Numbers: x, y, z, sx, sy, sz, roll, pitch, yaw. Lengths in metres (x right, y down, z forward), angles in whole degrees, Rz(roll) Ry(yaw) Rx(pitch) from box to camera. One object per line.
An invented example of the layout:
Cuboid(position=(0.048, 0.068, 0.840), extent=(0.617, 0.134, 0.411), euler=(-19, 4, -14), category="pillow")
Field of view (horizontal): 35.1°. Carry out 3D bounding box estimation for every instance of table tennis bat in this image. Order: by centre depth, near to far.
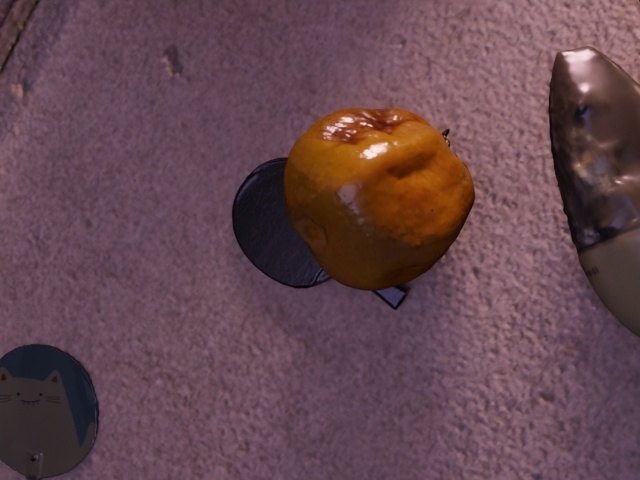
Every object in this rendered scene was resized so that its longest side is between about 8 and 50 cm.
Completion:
Cuboid(position=(0.000, 0.000, 0.778), extent=(0.158, 0.014, 0.095), euler=(36, 98, 14), category="table tennis bat")

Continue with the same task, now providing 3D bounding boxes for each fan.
Cuboid(position=(-0.240, 0.175, 0.851), extent=(0.113, 0.005, 0.176), euler=(4, 90, 15), category="fan")

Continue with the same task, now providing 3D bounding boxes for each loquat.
Cuboid(position=(0.042, -0.032, 0.711), extent=(0.137, 0.113, 0.137), euler=(4, 63, -8), category="loquat")

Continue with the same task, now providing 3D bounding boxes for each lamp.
Cuboid(position=(0.215, -0.016, 0.674), extent=(0.101, 0.101, 0.250), euler=(-21, 83, 15), category="lamp")
